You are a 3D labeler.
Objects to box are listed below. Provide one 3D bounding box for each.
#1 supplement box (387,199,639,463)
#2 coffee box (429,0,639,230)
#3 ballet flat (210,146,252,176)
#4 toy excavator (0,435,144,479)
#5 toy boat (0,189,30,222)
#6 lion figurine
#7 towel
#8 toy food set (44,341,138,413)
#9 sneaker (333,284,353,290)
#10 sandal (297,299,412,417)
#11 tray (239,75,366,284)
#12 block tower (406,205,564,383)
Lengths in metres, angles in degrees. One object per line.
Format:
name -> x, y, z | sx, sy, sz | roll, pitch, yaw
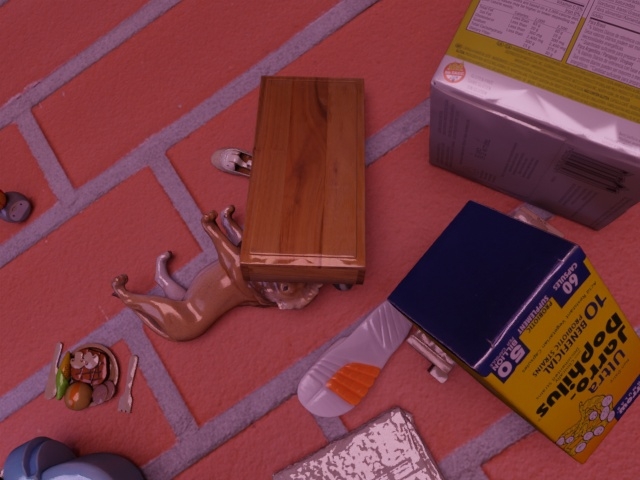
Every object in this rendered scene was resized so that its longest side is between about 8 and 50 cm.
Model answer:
supplement box -> 0.303, 0.139, 0.803 | 0.194, 0.356, 0.195 | -50, 35, -1
coffee box -> 0.397, -0.262, 0.887 | 0.338, 0.337, 0.335 | 25, 84, 14
ballet flat -> -0.150, -0.157, 1.106 | 0.168, 0.052, 0.057 | 17, 83, 13
toy excavator -> -0.342, 0.503, 0.951 | 0.445, 0.222, 0.433 | -29, 77, -5
toy boat -> -0.781, -0.029, 1.157 | 0.318, 0.148, 0.268 | -23, 71, 12
lion figurine -> -0.202, 0.093, 1.042 | 0.392, 0.142, 0.240 | -33, 89, 17
towel -> 0.070, 0.434, 0.963 | 0.282, 0.049, 0.187 | -29, 75, 4
toy food set -> -0.462, 0.271, 1.086 | 0.191, 0.038, 0.133 | 5, 80, 11
sneaker -> 0.000, 0.000, 1.034 | 0.118, 0.083, 0.222 | -11, 59, 13
sandal -> 0.067, 0.213, 0.997 | 0.265, 0.076, 0.102 | -41, 90, -21
tray -> -0.022, -0.124, 0.987 | 0.202, 0.076, 0.411 | 2, 60, 0
block tower -> 0.284, 0.093, 0.967 | 0.097, 0.091, 0.335 | 39, 87, 15
